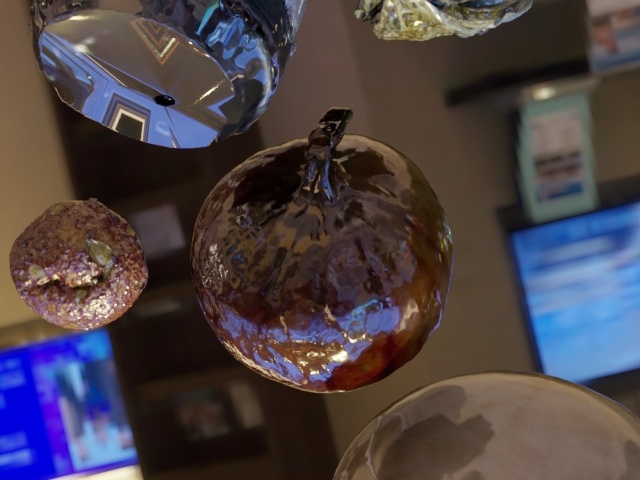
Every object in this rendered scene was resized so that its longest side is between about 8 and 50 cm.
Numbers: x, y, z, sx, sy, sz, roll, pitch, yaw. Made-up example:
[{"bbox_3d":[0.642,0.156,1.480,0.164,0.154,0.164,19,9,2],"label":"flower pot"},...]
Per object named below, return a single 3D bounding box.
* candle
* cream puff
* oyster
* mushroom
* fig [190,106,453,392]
[{"bbox_3d":[-0.103,-0.257,1.691,0.221,0.221,0.342,-14,-138,38],"label":"candle"},{"bbox_3d":[-0.256,0.029,2.031,0.149,0.149,0.084,-14,-156,15],"label":"cream puff"},{"bbox_3d":[0.120,-0.255,1.665,0.162,0.158,0.351,-29,-175,32],"label":"oyster"},{"bbox_3d":[0.175,0.295,1.761,0.362,0.362,0.295,-13,138,-27],"label":"mushroom"},{"bbox_3d":[-0.001,0.013,1.674,0.235,0.235,0.214,-14,164,7],"label":"fig"}]
